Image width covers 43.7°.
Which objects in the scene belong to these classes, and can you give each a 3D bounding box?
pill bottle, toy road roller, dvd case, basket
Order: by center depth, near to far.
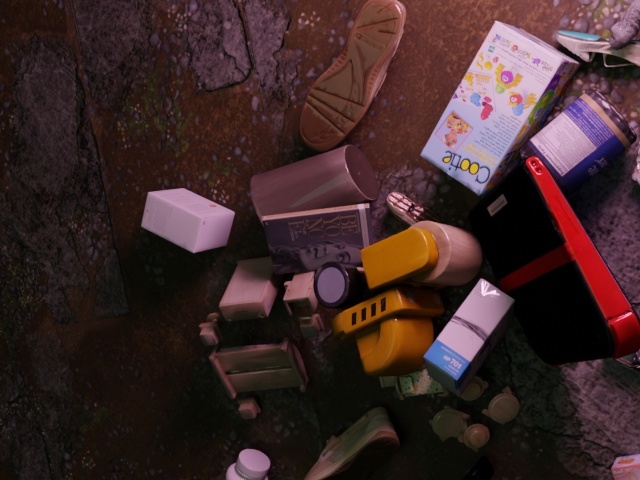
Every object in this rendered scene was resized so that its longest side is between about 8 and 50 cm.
[{"bbox_3d":[0.431,-0.152,1.408,0.219,0.123,0.123,-42,76,16],"label":"pill bottle"},{"bbox_3d":[0.167,0.126,1.562,0.329,0.202,0.241,-29,67,34],"label":"toy road roller"},{"bbox_3d":[0.000,0.000,1.671,0.221,0.018,0.165,-7,134,3],"label":"dvd case"},{"bbox_3d":[-0.004,-0.096,1.693,0.226,0.154,0.204,-25,100,27],"label":"basket"},{"bbox_3d":[-0.189,0.609,1.941,0.108,0.108,0.194,30,112,24],"label":"pill bottle"}]

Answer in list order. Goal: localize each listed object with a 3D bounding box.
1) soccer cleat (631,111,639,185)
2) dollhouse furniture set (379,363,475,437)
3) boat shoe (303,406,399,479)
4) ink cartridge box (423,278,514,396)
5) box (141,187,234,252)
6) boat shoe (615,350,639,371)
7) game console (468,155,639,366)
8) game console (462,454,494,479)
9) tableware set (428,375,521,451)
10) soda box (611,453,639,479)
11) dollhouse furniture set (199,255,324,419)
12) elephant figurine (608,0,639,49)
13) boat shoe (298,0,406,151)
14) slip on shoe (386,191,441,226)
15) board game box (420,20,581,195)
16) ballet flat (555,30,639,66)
[{"bbox_3d":[0.573,-0.139,1.384,0.076,0.068,0.196,-13,94,35],"label":"soccer cleat"},{"bbox_3d":[0.205,0.341,1.661,0.181,0.101,0.161,-15,90,32],"label":"dollhouse furniture set"},{"bbox_3d":[0.057,0.484,1.786,0.302,0.109,0.098,-48,34,28],"label":"boat shoe"},{"bbox_3d":[0.284,0.186,1.520,0.082,0.140,0.191,35,78,23],"label":"ink cartridge box"},{"bbox_3d":[-0.315,-0.050,1.896,0.170,0.130,0.091,25,109,26],"label":"box"},{"bbox_3d":[0.573,0.214,1.456,0.125,0.038,0.046,31,113,23],"label":"boat shoe"},{"bbox_3d":[0.390,0.052,1.379,0.060,0.386,0.342,-23,81,-8],"label":"game console"},{"bbox_3d":[0.241,0.607,1.631,0.044,0.213,0.361,34,125,22],"label":"game console"},{"bbox_3d":[0.308,0.346,1.592,0.141,0.020,0.169,36,99,-16],"label":"tableware set"},{"bbox_3d":[0.629,0.417,1.444,0.183,0.058,0.063,-20,87,33],"label":"soda box"},{"bbox_3d":[-0.089,0.226,1.860,0.303,0.174,0.356,-8,123,20],"label":"dollhouse furniture set"},{"bbox_3d":[0.605,-0.413,1.281,0.186,0.169,0.240,-137,50,-60],"label":"elephant figurine"},{"bbox_3d":[0.076,-0.331,1.629,0.121,0.110,0.341,37,112,8],"label":"boat shoe"},{"bbox_3d":[0.192,-0.047,1.645,0.135,0.051,0.041,33,153,14],"label":"slip on shoe"},{"bbox_3d":[0.330,-0.240,1.468,0.144,0.142,0.275,38,115,20],"label":"board game box"},{"bbox_3d":[0.493,-0.335,1.407,0.168,0.057,0.052,16,116,28],"label":"ballet flat"}]
